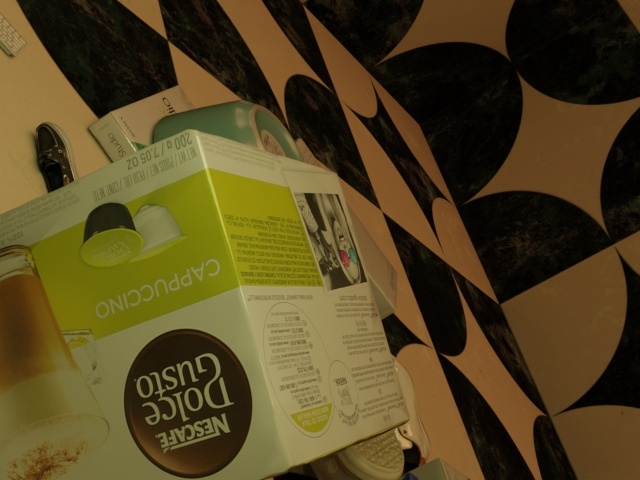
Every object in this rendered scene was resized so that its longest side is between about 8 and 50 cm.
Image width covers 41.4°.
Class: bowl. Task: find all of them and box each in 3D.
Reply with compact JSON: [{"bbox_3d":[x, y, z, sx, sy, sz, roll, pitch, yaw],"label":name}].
[{"bbox_3d":[-0.132,-0.123,1.501,0.311,0.163,0.312,52,20,-28],"label":"bowl"}]

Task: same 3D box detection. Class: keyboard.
[{"bbox_3d":[-0.543,-0.388,1.275,0.256,0.014,0.072,51,21,-23],"label":"keyboard"}]

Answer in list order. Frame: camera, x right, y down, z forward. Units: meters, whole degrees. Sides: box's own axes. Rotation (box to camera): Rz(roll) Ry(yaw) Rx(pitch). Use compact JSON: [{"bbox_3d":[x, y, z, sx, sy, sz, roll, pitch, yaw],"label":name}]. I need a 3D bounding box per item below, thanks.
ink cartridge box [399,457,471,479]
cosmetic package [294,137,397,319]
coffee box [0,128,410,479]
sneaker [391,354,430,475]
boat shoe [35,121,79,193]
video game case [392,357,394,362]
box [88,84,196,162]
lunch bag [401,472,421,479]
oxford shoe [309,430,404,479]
[{"bbox_3d":[0.223,0.512,1.608,0.208,0.153,0.087,43,24,-41],"label":"ink cartridge box"},{"bbox_3d":[0.000,0.000,1.807,0.385,0.156,0.217,52,18,-16],"label":"cosmetic package"},{"bbox_3d":[-0.145,0.112,0.957,0.338,0.337,0.335,8,63,-66],"label":"coffee box"},{"bbox_3d":[0.146,0.350,1.700,0.290,0.105,0.123,63,21,-13],"label":"sneaker"},{"bbox_3d":[-0.380,-0.109,1.212,0.040,0.049,0.142,5,58,-66],"label":"boat shoe"},{"bbox_3d":[0.011,0.187,1.584,0.227,0.026,0.206,30,11,20],"label":"video game case"},{"bbox_3d":[-0.266,-0.152,1.535,0.232,0.058,0.322,56,21,-9],"label":"box"},{"bbox_3d":[0.174,0.576,1.139,0.327,0.239,0.385,30,27,-6],"label":"lunch bag"},{"bbox_3d":[0.032,0.310,1.503,0.169,0.130,0.449,19,19,-17],"label":"oxford shoe"}]
